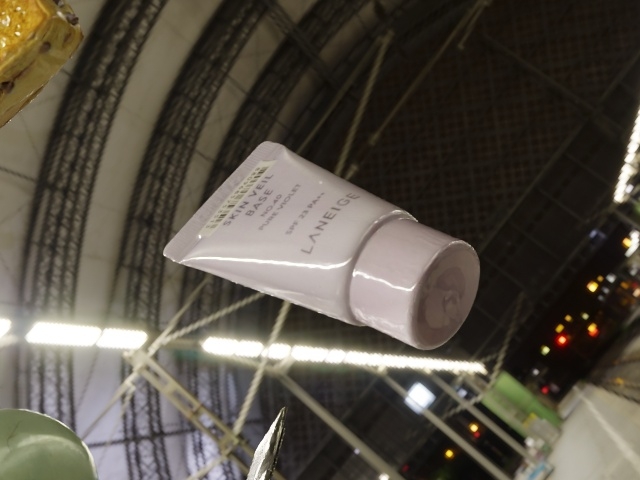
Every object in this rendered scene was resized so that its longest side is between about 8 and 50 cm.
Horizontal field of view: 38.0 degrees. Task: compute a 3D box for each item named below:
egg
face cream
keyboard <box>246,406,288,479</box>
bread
[{"bbox_3d":[-0.263,0.215,0.772,0.149,0.149,0.192,-51,-16,2],"label":"egg"},{"bbox_3d":[0.000,0.000,0.790,0.154,0.274,0.096,-52,-40,-18],"label":"face cream"},{"bbox_3d":[-0.062,0.241,0.955,0.074,0.015,0.196,-62,3,17],"label":"keyboard"},{"bbox_3d":[-0.453,-0.268,1.321,0.235,0.210,0.099,-44,-37,2],"label":"bread"}]
